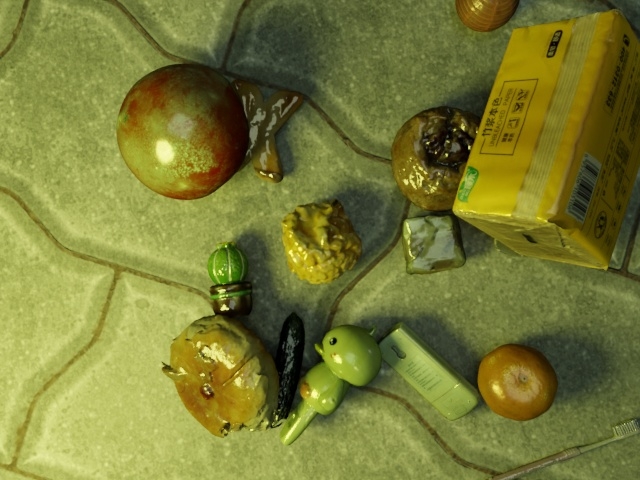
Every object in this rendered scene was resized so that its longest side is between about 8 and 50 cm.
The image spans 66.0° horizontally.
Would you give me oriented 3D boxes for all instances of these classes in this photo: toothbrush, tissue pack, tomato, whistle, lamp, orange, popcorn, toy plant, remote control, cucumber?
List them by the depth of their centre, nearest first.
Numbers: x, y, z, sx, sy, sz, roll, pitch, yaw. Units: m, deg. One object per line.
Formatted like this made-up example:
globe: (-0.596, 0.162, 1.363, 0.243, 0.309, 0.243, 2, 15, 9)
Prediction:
tissue pack: (0.450, -0.172, 0.930, 0.293, 0.228, 0.383, 23, 85, -39)
tomato: (-0.281, -0.218, 0.980, 0.270, 0.222, 0.271, -11, 74, 44)
whistle: (0.009, 0.279, 1.009, 0.294, 0.141, 0.141, -38, 87, -7)
orange: (0.402, 0.291, 1.012, 0.154, 0.134, 0.155, -4, 65, 9)
popcorn: (0.000, 0.000, 1.031, 0.180, 0.180, 0.170, 42, 127, 3)
remote control: (0.223, 0.277, 1.040, 0.233, 0.038, 0.098, 42, 122, 3)
toothbrush: (0.511, 0.452, 1.046, 0.353, 0.024, 0.029, -21, 81, 0)
lamp: (0.356, -0.518, 1.051, 0.136, 0.136, 0.137, 0, 87, 2)
toy plant: (-0.193, 0.083, 1.053, 0.092, 0.093, 0.163, -7, 84, 1)
cucumber: (-0.073, 0.277, 1.053, 0.067, 0.067, 0.246, 15, 87, 2)

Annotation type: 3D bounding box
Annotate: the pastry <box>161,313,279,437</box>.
pastry: (-0.200, 0.271, 0.986, 0.256, 0.120, 0.236, -10, 100, 35)

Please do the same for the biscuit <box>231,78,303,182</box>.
biscuit: (-0.139, -0.241, 1.091, 0.164, 0.047, 0.208, 14, 88, 1)

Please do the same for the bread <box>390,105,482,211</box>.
bread: (0.259, -0.178, 1.040, 0.229, 0.123, 0.230, 0, 87, 4)

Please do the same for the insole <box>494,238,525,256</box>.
insole: (0.505, -0.003, 1.077, 0.247, 0.011, 0.081, 1, 88, 2)

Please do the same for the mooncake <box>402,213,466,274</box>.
mooncake: (0.240, 0.008, 1.053, 0.129, 0.073, 0.125, -6, 90, 3)
